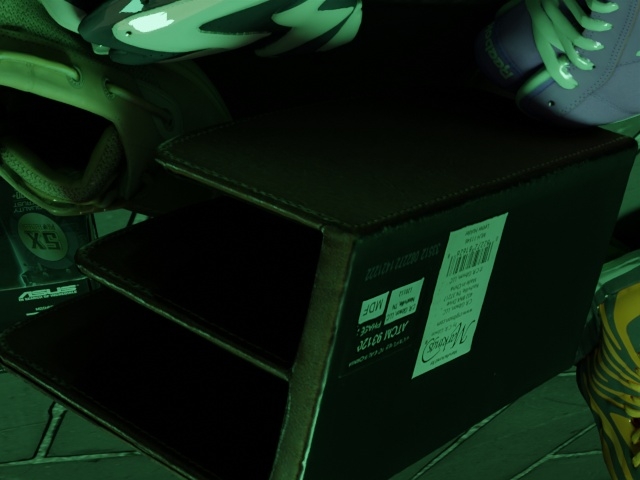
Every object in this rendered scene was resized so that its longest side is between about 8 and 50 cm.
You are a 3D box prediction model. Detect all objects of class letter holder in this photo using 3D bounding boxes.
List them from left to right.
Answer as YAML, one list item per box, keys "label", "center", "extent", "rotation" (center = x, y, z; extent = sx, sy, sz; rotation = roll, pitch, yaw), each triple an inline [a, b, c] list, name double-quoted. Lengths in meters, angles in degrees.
- label: "letter holder"
  center: [0.000, 0.000, 0.768]
  extent: [0.214, 0.152, 0.302]
  rotation: [24, -156, 29]

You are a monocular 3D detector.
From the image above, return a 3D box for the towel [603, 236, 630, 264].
- label: "towel"
  center: [0.160, 0.025, 1.150]
  extent: [0.152, 0.023, 0.113]
  rotation: [-29, 153, 32]

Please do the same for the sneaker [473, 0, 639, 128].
- label: "sneaker"
  center: [0.140, -0.121, 0.699]
  extent: [0.161, 0.102, 0.282]
  rotation: [-16, 157, 21]

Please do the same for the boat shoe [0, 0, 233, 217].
- label: "boat shoe"
  center: [-0.129, -0.058, 0.725]
  extent: [0.109, 0.098, 0.302]
  rotation: [-18, 156, 16]

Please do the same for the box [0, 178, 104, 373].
- label: "box"
  center: [-0.229, 0.029, 0.912]
  extent: [0.180, 0.077, 0.147]
  rotation: [-7, 156, -7]

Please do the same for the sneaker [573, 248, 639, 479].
- label: "sneaker"
  center: [0.296, 0.113, 1.187]
  extent: [0.124, 0.180, 0.321]
  rotation: [-16, 160, -4]

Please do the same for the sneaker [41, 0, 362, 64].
- label: "sneaker"
  center: [-0.056, -0.138, 0.576]
  extent: [0.153, 0.094, 0.235]
  rotation: [-15, 168, -11]
